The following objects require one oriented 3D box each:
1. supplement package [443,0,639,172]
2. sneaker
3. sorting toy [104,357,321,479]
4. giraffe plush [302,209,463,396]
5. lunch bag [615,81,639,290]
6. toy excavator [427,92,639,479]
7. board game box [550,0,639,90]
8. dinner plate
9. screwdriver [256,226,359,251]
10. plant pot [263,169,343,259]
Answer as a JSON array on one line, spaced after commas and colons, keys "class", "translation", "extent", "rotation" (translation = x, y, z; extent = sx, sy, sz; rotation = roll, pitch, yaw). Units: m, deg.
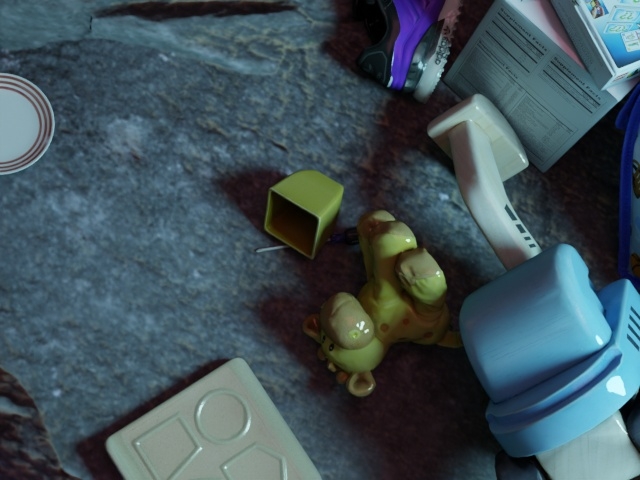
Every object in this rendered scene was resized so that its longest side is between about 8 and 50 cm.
[{"class": "supplement package", "translation": [0.326, -0.258, 1.632], "extent": [0.198, 0.262, 0.199], "rotation": [44, 71, 4]}, {"class": "sneaker", "translation": [0.123, -0.344, 1.707], "extent": [0.146, 0.102, 0.293], "rotation": [18, 72, -4]}, {"class": "sorting toy", "translation": [-0.130, 0.273, 1.519], "extent": [0.208, 0.038, 0.193], "rotation": [-31, 81, -21]}, {"class": "giraffe plush", "translation": [0.066, 0.092, 1.557], "extent": [0.170, 0.181, 0.210], "rotation": [-31, 116, -7]}, {"class": "lunch bag", "translation": [0.556, -0.107, 1.565], "extent": [0.328, 0.385, 0.239], "rotation": [-22, 39, -15]}, {"class": "toy excavator", "translation": [0.263, 0.054, 1.511], "extent": [0.222, 0.433, 0.445], "rotation": [-31, 99, 24]}, {"class": "board game box", "translation": [0.425, -0.321, 1.500], "extent": [0.305, 0.053, 0.193], "rotation": [-22, 79, -16]}, {"class": "dinner plate", "translation": [-0.415, -0.149, 1.600], "extent": [0.141, 0.017, 0.141], "rotation": [3, 74, -10]}, {"class": "screwdriver", "translation": [0.000, 0.000, 1.625], "extent": [0.170, 0.025, 0.024], "rotation": [-7, 75, -13]}, {"class": "plant pot", "translation": [-0.014, -0.043, 1.602], "extent": [0.081, 0.081, 0.083], "rotation": [32, 50, 18]}]
